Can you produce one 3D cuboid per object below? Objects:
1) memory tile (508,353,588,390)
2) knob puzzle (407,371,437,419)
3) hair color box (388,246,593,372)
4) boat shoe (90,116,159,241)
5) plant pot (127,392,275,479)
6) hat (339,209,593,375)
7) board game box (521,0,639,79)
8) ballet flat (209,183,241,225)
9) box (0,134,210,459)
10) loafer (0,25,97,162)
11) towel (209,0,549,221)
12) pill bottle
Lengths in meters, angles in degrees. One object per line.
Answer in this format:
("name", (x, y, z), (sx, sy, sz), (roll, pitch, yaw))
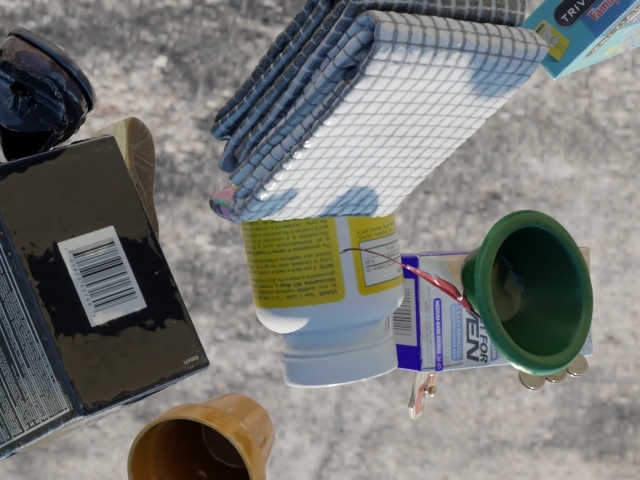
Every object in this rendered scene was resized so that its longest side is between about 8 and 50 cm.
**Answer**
("memory tile", (0.288, 0.133, 1.898), (0.113, 0.148, 0.012), (-14, 151, -29))
("knob puzzle", (0.201, 0.242, 2.503), (0.030, 0.213, 0.213), (18, 157, 14))
("hair color box", (0.276, 0.106, 2.250), (0.338, 0.185, 0.110), (-3, -178, -30))
("boat shoe", (-0.317, -0.046, 2.156), (0.098, 0.302, 0.109), (-14, 153, 22))
("plant pot", (-0.161, 0.325, 2.117), (0.205, 0.205, 0.188), (-3, -165, 20))
("hat", (0.178, 0.054, 1.580), (0.183, 0.173, 0.209), (-11, 109, 53))
("board game box", (0.404, -0.324, 1.636), (0.254, 0.079, 0.336), (-45, 167, 36))
("ballet flat", (-0.111, -0.061, 2.090), (0.079, 0.077, 0.221), (21, -173, 13))
("box", (-0.314, 0.072, 1.646), (0.182, 0.296, 0.294), (-20, 174, -36))
("loafer", (-0.310, -0.142, 1.519), (0.109, 0.095, 0.302), (34, 168, -2))
("towel", (0.048, -0.141, 1.364), (0.235, 0.121, 0.284), (-3, 148, -42))
("pill bottle", (0.000, 0.000, 1.692), (0.187, 0.334, 0.188), (-8, -175, 1))
